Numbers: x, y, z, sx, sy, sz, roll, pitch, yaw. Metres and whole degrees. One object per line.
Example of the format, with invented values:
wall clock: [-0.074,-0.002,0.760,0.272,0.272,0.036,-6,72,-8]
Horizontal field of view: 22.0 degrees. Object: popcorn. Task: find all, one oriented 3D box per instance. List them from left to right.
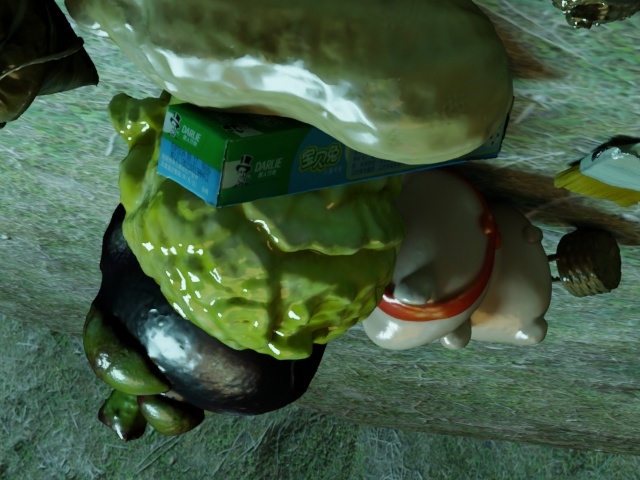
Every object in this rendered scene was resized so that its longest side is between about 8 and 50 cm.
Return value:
popcorn: [-0.041,-0.034,1.283,0.212,0.259,0.259,-25,148,32]

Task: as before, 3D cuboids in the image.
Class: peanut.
peanut: [-0.022,-0.130,0.983,0.290,0.130,0.130,16,170,16]

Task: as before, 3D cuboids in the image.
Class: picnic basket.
picnic basket: [0.240,0.024,1.577,0.083,0.072,0.072,-14,154,39]

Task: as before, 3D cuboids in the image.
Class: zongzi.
zongzi: [-0.189,-0.119,1.097,0.241,0.111,0.248,22,-170,-41]

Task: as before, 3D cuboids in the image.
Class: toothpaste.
toothpaste: [0.018,-0.071,1.091,0.267,0.050,0.065,-12,-146,-42]

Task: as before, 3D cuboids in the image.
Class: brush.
brush: [0.269,-0.070,1.223,0.085,0.020,0.336,15,167,-12]

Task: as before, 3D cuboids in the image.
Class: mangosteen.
mangosteen: [-0.108,0.072,1.608,0.233,0.287,0.287,15,169,3]

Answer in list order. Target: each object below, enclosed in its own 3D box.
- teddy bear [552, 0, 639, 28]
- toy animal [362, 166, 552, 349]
teddy bear: [0.148,-0.146,0.840,0.119,0.078,0.160,18,169,-9]
toy animal: [0.109,0.019,1.485,0.171,0.171,0.198,1,167,45]
